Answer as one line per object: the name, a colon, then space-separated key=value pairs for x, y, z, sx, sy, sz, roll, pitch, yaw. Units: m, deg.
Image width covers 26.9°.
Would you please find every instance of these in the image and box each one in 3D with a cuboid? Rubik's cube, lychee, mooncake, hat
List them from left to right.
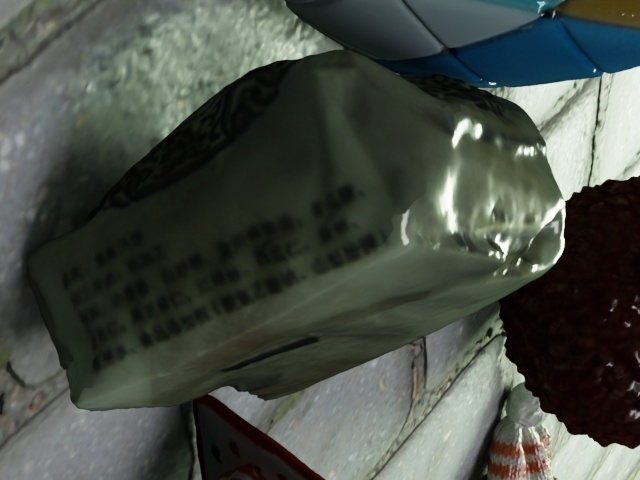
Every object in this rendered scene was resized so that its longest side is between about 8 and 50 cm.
mooncake: x=-0.001 y=-0.005 z=0.733 sx=0.254 sy=0.136 sz=0.250 roll=-27 pitch=166 yaw=29
Rubik's cube: x=0.082 y=-0.160 z=0.720 sx=0.254 sy=0.254 sz=0.254 roll=-41 pitch=146 yaw=-36
hat: x=0.222 y=0.231 z=1.489 sx=0.112 sy=0.093 sz=0.162 roll=-32 pitch=123 yaw=-61
lychee: x=0.300 y=0.068 z=1.261 sx=0.264 sy=0.264 sz=0.300 roll=-57 pitch=177 yaw=-12

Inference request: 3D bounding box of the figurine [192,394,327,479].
figurine: x=-0.106 y=0.233 z=0.813 sx=0.226 sy=0.183 sz=0.160 roll=-26 pitch=127 yaw=-33
